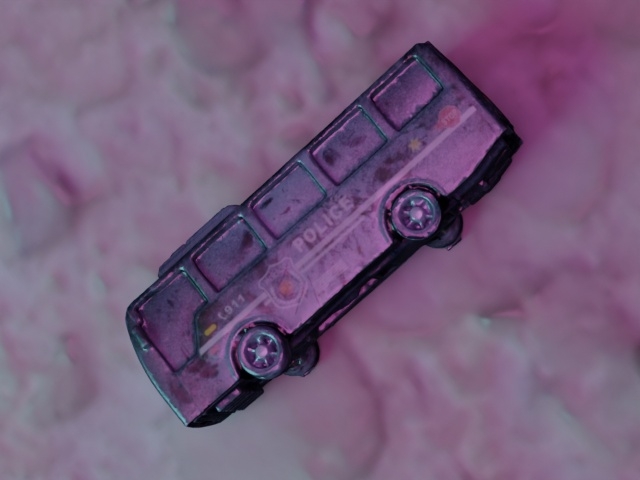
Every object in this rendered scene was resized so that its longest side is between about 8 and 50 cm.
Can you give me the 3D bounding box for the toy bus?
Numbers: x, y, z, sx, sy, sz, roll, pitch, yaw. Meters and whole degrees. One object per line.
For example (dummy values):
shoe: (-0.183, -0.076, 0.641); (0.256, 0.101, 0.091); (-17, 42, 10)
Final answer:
toy bus: (0.000, 0.000, 0.569); (0.166, 0.047, 0.065); (-42, 76, 9)
